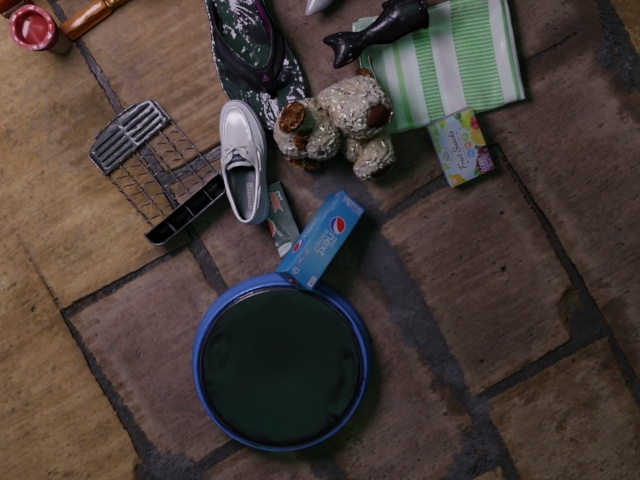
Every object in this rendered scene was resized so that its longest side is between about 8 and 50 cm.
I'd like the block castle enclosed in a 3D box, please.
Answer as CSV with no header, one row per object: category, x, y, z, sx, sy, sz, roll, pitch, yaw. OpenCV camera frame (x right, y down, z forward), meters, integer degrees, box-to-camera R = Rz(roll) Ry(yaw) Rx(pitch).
block castle,-0.572,-0.613,1.352,0.303,0.213,0.453,-35,95,3

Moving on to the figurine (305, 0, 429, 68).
figurine,0.076,-0.473,1.412,0.210,0.092,0.214,-28,77,3

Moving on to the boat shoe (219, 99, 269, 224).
boat shoe,-0.153,-0.158,1.411,0.095,0.084,0.257,-13,91,10

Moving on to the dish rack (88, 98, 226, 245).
dish rack,-0.345,-0.150,1.466,0.208,0.074,0.271,-40,94,2

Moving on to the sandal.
sandal,-0.159,-0.429,1.423,0.168,0.107,0.445,-20,97,3

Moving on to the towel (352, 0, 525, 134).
towel,0.247,-0.371,1.468,0.325,0.038,0.247,-13,96,1

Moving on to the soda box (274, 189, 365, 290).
soda box,0.000,0.000,1.442,0.067,0.071,0.210,41,71,-17

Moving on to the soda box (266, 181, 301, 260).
soda box,-0.081,-0.038,1.488,0.060,0.053,0.168,-21,95,1

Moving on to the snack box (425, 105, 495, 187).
snack box,0.291,-0.195,1.470,0.100,0.037,0.141,-24,107,5

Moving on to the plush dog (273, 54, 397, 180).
plush dog,0.016,-0.236,1.396,0.226,0.262,0.210,-17,65,0

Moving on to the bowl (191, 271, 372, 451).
bowl,-0.083,0.264,1.504,0.392,0.077,0.390,0,95,-1
